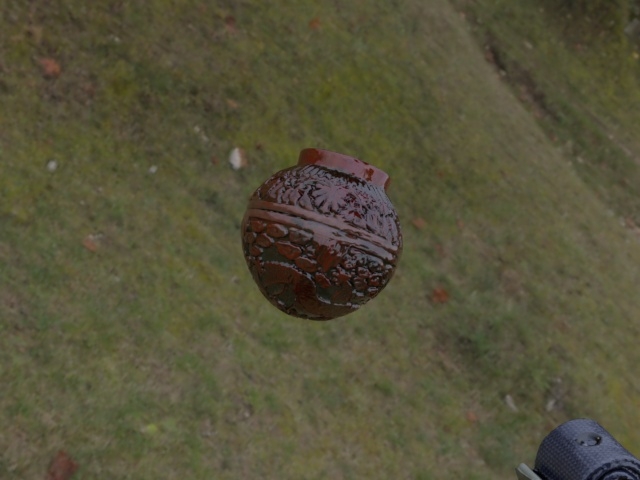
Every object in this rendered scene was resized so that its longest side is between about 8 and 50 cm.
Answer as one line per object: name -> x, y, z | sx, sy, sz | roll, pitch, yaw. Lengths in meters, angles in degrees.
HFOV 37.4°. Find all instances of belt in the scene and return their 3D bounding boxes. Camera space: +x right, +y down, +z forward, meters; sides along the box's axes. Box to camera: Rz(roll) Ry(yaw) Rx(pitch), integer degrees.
belt -> 0.314, 0.327, 1.067 | 0.139, 0.231, 0.126 | -14, 21, -11

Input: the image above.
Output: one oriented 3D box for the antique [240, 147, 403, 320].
antique -> 0.000, 0.000, 0.569 | 0.104, 0.104, 0.104 | 31, 27, -18
